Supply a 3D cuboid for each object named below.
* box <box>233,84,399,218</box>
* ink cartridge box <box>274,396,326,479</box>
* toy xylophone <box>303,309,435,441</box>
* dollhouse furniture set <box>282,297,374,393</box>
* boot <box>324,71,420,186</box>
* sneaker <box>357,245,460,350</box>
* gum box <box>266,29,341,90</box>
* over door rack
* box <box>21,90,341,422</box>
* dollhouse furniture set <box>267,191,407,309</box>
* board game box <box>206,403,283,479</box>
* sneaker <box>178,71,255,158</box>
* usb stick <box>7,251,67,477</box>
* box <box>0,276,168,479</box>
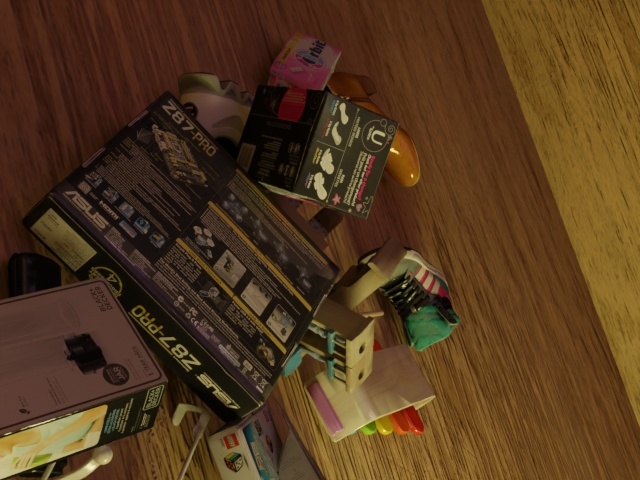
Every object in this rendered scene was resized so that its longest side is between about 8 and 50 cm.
[{"bbox_3d":[-0.015,-0.142,1.404,0.142,0.247,0.163,17,92,-30],"label":"box"},{"bbox_3d":[-0.016,0.373,1.336,0.232,0.066,0.189,45,-15,54],"label":"ink cartridge box"},{"bbox_3d":[0.092,0.244,1.632,0.322,0.081,0.236,9,49,-52],"label":"toy xylophone"},{"bbox_3d":[-0.019,0.196,1.426,0.183,0.129,0.129,-41,143,-38],"label":"dollhouse furniture set"},{"bbox_3d":[0.090,-0.232,1.951,0.211,0.104,0.295,-23,84,-53],"label":"boot"},{"bbox_3d":[0.190,0.132,1.831,0.295,0.123,0.178,26,40,-48],"label":"sneaker"},{"bbox_3d":[-0.036,-0.343,1.810,0.107,0.062,0.188,24,40,-1],"label":"gum box"},{"bbox_3d":[-0.222,0.277,1.079,0.324,0.108,0.239,-81,150,-42],"label":"over door rack"},{"bbox_3d":[-0.177,0.012,1.279,0.395,0.097,0.318,46,41,-12],"label":"box"},{"bbox_3d":[0.000,0.000,1.537,0.242,0.161,0.212,46,34,-2],"label":"dollhouse furniture set"},{"bbox_3d":[-0.062,0.395,1.267,0.193,0.053,0.305,8,60,-82],"label":"board game box"},{"bbox_3d":[-0.134,-0.178,1.572,0.330,0.122,0.146,13,77,-54],"label":"sneaker"},{"bbox_3d":[-0.345,0.146,1.088,0.077,0.045,0.278,29,46,-56],"label":"usb stick"},{"bbox_3d":[-0.328,0.151,0.922,0.290,0.087,0.169,-14,51,-38],"label":"box"}]
